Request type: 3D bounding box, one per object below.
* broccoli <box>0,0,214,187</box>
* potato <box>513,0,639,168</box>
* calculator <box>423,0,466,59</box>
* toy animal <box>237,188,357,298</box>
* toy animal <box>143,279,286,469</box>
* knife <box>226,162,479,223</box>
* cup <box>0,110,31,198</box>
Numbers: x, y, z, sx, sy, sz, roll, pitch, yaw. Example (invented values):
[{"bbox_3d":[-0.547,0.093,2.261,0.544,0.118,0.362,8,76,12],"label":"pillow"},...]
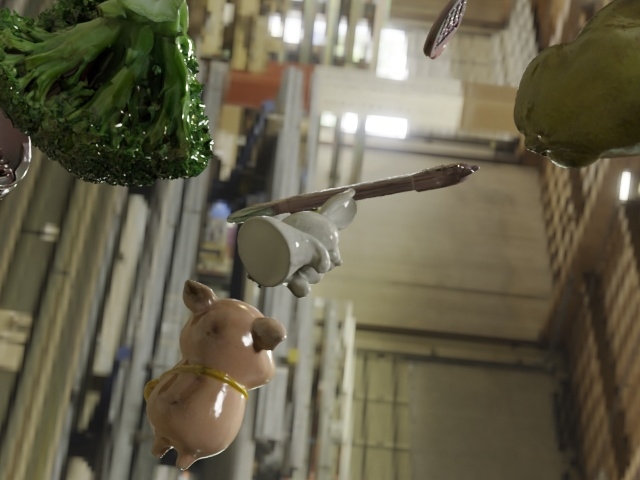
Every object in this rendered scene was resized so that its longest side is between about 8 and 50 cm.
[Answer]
[{"bbox_3d":[-0.258,-0.204,1.627,0.275,0.308,0.307,122,-22,-49],"label":"broccoli"},{"bbox_3d":[0.412,-0.212,1.766,0.202,0.351,0.218,53,-10,42],"label":"potato"},{"bbox_3d":[0.219,-0.376,2.364,0.103,0.024,0.166,-48,168,-26],"label":"calculator"},{"bbox_3d":[-0.002,0.002,1.850,0.221,0.131,0.103,-20,138,-50],"label":"toy animal"},{"bbox_3d":[-0.160,0.199,1.886,0.149,0.165,0.248,71,42,-84],"label":"toy animal"},{"bbox_3d":[0.045,-0.067,2.049,0.132,0.399,0.038,-33,110,-66],"label":"knife"},{"bbox_3d":[-0.602,-0.143,2.092,0.196,0.280,0.196,18,69,-57],"label":"cup"}]
